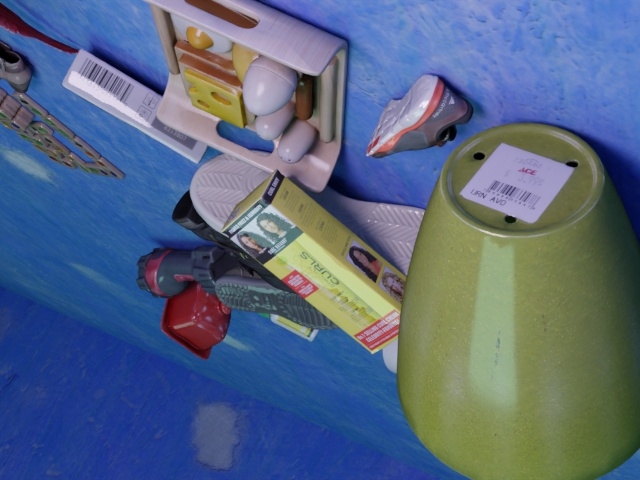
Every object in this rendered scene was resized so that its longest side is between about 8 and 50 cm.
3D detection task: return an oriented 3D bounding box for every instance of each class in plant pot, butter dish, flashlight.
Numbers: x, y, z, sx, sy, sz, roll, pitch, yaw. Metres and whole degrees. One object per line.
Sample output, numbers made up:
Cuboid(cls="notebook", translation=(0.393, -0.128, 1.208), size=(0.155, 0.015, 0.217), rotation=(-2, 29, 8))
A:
Cuboid(cls="plant pot", translation=(0.192, 0.043, 0.946), size=(0.275, 0.274, 0.293), rotation=(19, 146, 26))
Cuboid(cls="butter dish", translation=(-0.236, 0.145, 2.093), size=(0.118, 0.159, 0.160), rotation=(-14, 141, 31))
Cuboid(cls="flashlight", translation=(-0.242, 0.064, 1.895), size=(0.103, 0.103, 0.304), rotation=(7, 177, -35))

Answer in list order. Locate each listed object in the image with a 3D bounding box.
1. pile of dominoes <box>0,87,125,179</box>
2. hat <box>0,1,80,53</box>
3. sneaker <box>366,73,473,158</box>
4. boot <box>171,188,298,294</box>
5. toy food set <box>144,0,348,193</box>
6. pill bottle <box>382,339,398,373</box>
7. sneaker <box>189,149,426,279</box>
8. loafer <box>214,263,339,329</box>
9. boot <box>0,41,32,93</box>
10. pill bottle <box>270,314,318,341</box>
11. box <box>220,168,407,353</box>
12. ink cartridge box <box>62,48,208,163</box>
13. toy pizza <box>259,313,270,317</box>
Cuboid(cls="pile of dominoes", translation=(-0.467, -0.168, 1.654), size=(0.196, 0.040, 0.251), rotation=(10, 156, 44))
Cuboid(cls="hat", translation=(-0.426, -0.311, 1.206), size=(0.173, 0.184, 0.208), rotation=(22, 129, 46))
Cuboid(cls="sneaker", translation=(0.093, -0.103, 0.956), size=(0.065, 0.061, 0.158), rotation=(25, 165, -13))
Cuboid(cls="boot", translation=(-0.076, 0.004, 1.469), size=(0.229, 0.091, 0.263), rotation=(38, 164, -28))
Cuboid(cls="toy food set", translation=(-0.092, -0.153, 1.026), size=(0.220, 0.092, 0.306), rotation=(25, 163, 8))
Cuboid(cls="pill bottle", translation=(0.232, 0.153, 1.315), size=(0.278, 0.162, 0.162), rotation=(17, 160, 31))
Cuboid(cls="sneaker", translation=(0.000, 0.000, 1.270), size=(0.350, 0.131, 0.148), rotation=(22, 158, 16))
Cuboid(cls="loafer", translation=(-0.051, 0.079, 1.698), size=(0.251, 0.087, 0.094), rotation=(12, 134, 14))
Cuboid(cls="boot", translation=(-0.450, -0.249, 1.395), size=(0.118, 0.042, 0.087), rotation=(25, 157, 5))
Cuboid(cls="pill bottle", translation=(-0.052, 0.134, 1.863), size=(0.116, 0.065, 0.065), rotation=(27, 163, 0))
Cuboid(cls="box", translation=(0.006, 0.027, 1.139), size=(0.232, 0.058, 0.087), rotation=(40, 132, -16))
Cuboid(cls="ink cartridge box", translation=(-0.228, -0.167, 1.307), size=(0.189, 0.066, 0.232), rotation=(30, -176, -9))
Cuboid(cls="toy pizza", translation=(-0.155, 0.105, 1.993), size=(0.201, 0.032, 0.201), rotation=(25, 163, 8))
